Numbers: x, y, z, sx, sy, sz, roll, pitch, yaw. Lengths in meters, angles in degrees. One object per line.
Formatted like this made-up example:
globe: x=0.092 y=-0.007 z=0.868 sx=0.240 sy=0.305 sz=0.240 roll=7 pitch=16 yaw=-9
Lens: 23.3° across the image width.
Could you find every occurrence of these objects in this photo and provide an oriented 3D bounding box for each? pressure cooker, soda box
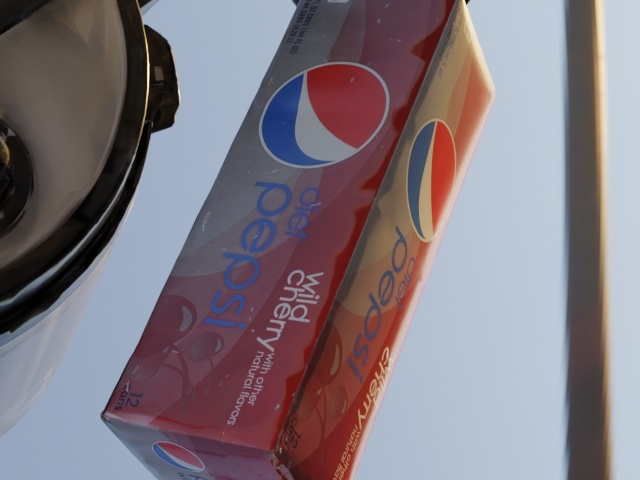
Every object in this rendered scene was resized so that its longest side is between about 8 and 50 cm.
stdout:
pressure cooker: x=-0.288 y=-0.061 z=0.940 sx=0.375 sy=0.420 sz=0.370 roll=13 pitch=-116 yaw=-13
soda box: x=0.000 y=0.000 z=0.743 sx=0.263 sy=0.092 sz=0.083 roll=-67 pitch=-31 yaw=-28

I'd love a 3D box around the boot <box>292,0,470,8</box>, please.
boot: x=0.047 y=-0.342 z=1.375 sx=0.260 sy=0.131 sz=0.348 roll=-36 pitch=-79 yaw=-10
